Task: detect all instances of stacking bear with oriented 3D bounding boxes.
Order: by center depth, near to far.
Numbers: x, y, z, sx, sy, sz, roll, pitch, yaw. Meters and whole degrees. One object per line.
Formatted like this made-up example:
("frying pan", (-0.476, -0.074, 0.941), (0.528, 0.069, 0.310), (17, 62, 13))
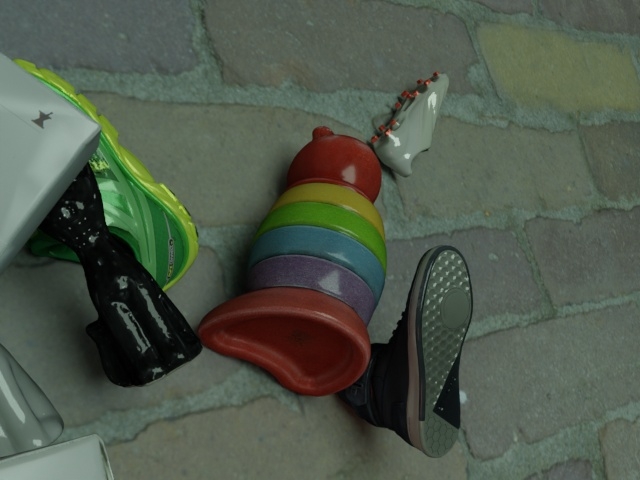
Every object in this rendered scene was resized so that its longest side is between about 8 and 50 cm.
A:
("stacking bear", (0.000, 0.000, 0.863), (0.175, 0.164, 0.289), (32, 49, -25))

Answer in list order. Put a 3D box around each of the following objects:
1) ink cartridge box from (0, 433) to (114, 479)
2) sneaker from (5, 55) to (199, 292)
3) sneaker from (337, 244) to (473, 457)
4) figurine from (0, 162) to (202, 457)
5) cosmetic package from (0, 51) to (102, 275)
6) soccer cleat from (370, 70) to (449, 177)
("ink cartridge box", (-0.269, 0.215, 0.440), (0.226, 0.306, 0.131), (-9, 77, -42))
("sneaker", (-0.243, -0.054, 0.712), (0.295, 0.109, 0.124), (43, 49, -15))
("sneaker", (0.085, 0.109, 0.859), (0.086, 0.163, 0.227), (2, 97, -35))
("figurine", (-0.243, 0.056, 0.636), (0.214, 0.092, 0.210), (-30, 93, -15))
("cosmetic package", (-0.390, -0.074, 0.513), (0.377, 0.097, 0.285), (37, 78, -12))
("soccer cleat", (0.141, -0.172, 1.110), (0.076, 0.068, 0.196), (49, 56, -19))
